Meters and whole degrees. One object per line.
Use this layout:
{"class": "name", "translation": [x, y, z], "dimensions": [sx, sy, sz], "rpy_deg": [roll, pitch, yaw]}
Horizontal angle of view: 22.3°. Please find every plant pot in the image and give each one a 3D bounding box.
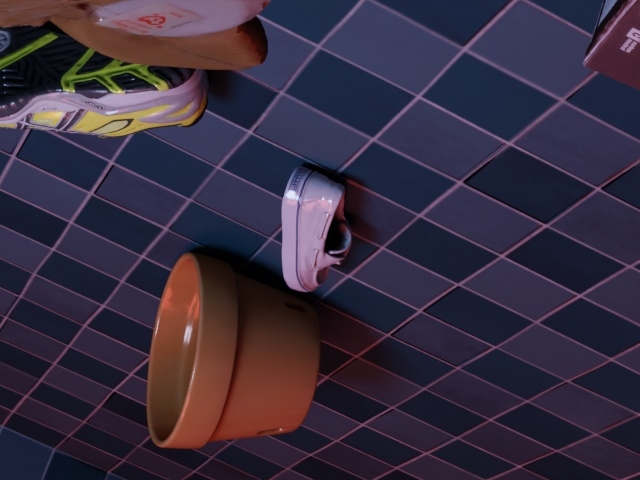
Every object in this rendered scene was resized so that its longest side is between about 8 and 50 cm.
{"class": "plant pot", "translation": [-0.126, 0.174, 2.425], "dimensions": [0.203, 0.291, 0.291], "rpy_deg": [9, 157, -19]}

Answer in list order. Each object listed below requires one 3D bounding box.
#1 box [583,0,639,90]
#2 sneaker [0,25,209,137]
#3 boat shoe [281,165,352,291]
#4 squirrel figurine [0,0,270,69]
{"class": "box", "translation": [0.444, -0.184, 1.430], "dimensions": [0.381, 0.191, 0.143], "rpy_deg": [23, 153, -4]}
{"class": "sneaker", "translation": [-0.319, -0.177, 1.974], "dimensions": [0.384, 0.145, 0.147], "rpy_deg": [3, 151, 17]}
{"class": "boat shoe", "translation": [0.000, 0.000, 2.178], "dimensions": [0.084, 0.095, 0.258], "rpy_deg": [18, 155, 13]}
{"class": "squirrel figurine", "translation": [-0.172, -0.352, 1.280], "dimensions": [0.397, 0.370, 0.281], "rpy_deg": [-1, 169, -15]}
